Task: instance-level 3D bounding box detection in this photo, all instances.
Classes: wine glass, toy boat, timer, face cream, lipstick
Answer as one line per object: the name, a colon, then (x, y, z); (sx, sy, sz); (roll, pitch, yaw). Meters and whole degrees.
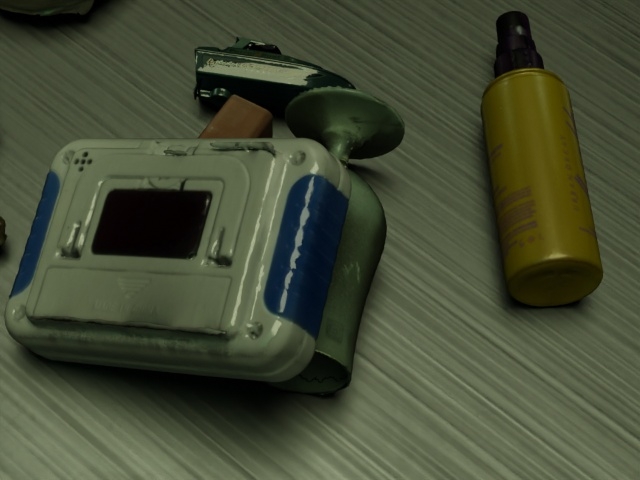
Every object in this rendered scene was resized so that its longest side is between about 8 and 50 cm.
wine glass: (0.000, 0.000, 1.079); (0.103, 0.103, 0.231); (11, 60, 3)
toy boat: (-0.039, -0.138, 1.190); (0.141, 0.055, 0.060); (9, 65, 2)
timer: (-0.112, 0.006, 1.017); (0.253, 0.078, 0.178); (1, 68, 29)
face cream: (0.178, -0.080, 1.154); (0.078, 0.078, 0.273); (-1, 58, -4)
lipstick: (-0.094, -0.052, 1.139); (0.045, 0.045, 0.145); (26, 61, 15)

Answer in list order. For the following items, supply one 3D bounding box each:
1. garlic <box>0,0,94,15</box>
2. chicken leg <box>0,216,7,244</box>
garlic: (-0.249, -0.324, 1.246); (0.178, 0.143, 0.229); (-7, 50, -6)
chicken leg: (-0.305, -0.067, 1.131); (0.085, 0.069, 0.198); (-6, 63, -35)
